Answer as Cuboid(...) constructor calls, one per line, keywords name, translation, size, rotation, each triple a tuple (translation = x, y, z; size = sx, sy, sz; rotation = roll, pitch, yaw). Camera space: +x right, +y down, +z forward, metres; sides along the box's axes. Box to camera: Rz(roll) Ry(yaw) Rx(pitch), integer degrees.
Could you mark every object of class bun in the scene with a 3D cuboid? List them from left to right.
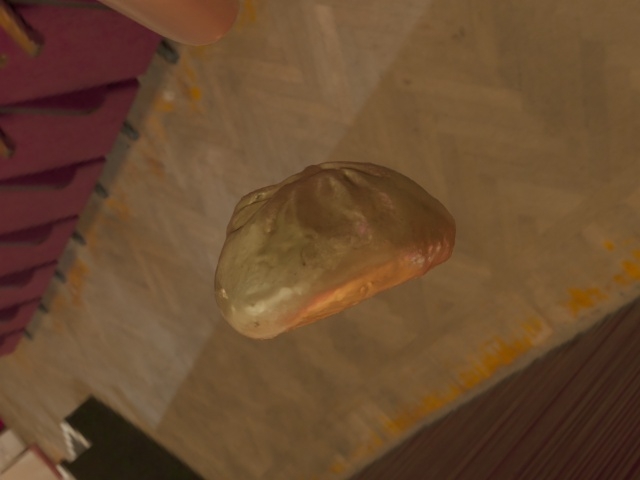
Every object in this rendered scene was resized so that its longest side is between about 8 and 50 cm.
Cuboid(name="bun", translation=(0.000, 0.000, 0.860), size=(0.231, 0.231, 0.133), rotation=(-24, 89, 56))

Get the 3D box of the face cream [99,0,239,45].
Cuboid(name="face cream", translation=(-0.138, -0.177, 0.466), size=(0.144, 0.071, 0.291), rotation=(42, -171, 13))
